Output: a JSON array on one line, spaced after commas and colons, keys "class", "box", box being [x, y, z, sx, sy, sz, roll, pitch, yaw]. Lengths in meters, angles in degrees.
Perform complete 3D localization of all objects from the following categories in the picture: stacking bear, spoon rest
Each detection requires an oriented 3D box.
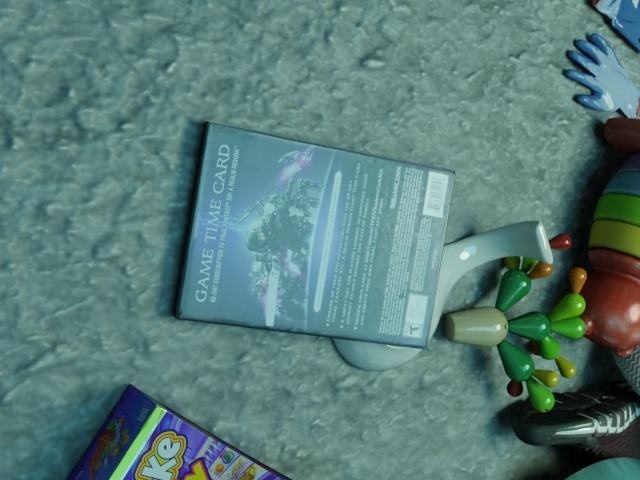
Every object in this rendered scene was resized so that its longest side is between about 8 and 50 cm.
[{"class": "stacking bear", "box": [0.423, 0.007, 1.045, 0.175, 0.164, 0.289, 28, 85, -31]}, {"class": "spoon rest", "box": [0.134, 0.054, 0.919, 0.276, 0.084, 0.137, -25, 107, -14]}]

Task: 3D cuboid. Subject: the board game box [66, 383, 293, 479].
[{"class": "board game box", "box": [-0.176, 0.348, 0.746, 0.233, 0.078, 0.347, 39, 75, -29]}]

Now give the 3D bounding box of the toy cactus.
[{"class": "toy cactus", "box": [0.241, 0.100, 0.984, 0.180, 0.112, 0.219, 0, 98, -13]}]

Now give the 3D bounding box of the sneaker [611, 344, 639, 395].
[{"class": "sneaker", "box": [0.571, 0.216, 1.038, 0.210, 0.365, 0.137, 27, 92, -47]}]

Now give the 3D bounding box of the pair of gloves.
[{"class": "pair of gloves", "box": [0.407, -0.265, 1.076, 0.159, 0.023, 0.198, 22, 84, -34]}]

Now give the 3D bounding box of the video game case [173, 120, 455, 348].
[{"class": "video game case", "box": [0.000, 0.000, 0.812, 0.274, 0.026, 0.196, 9, 91, -18]}]

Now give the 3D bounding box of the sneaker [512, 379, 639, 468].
[{"class": "sneaker", "box": [0.369, 0.291, 1.070, 0.281, 0.106, 0.163, -1, 99, -33]}]

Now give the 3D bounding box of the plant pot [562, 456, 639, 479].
[{"class": "plant pot", "box": [0.401, 0.463, 0.983, 0.292, 0.235, 0.293, -12, 120, -23]}]
